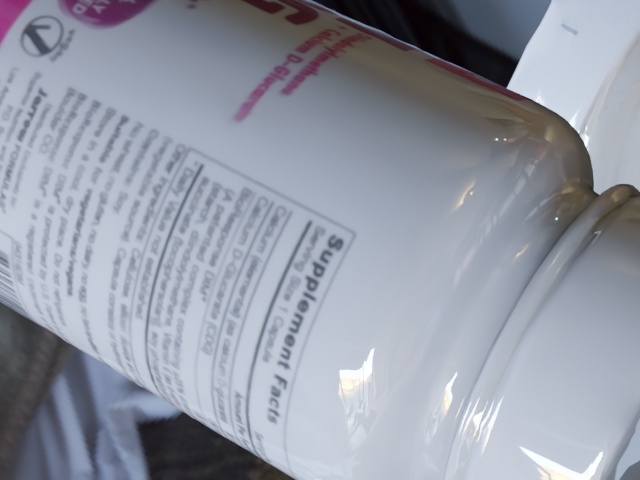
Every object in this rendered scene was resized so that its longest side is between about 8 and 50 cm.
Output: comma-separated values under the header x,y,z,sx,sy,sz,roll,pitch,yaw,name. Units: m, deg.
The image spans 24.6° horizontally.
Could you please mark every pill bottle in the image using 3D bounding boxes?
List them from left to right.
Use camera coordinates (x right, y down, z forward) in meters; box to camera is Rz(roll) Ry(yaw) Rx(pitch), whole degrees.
x,y,z,sx,sy,sz,roll,pitch,yaw,name
0.000,0.000,0.546,0.283,0.160,0.160,28,66,22,pill bottle

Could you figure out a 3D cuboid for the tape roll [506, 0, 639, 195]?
x,y,z,sx,sy,sz,roll,pitch,yaw,name
0.257,-0.062,0.891,0.286,0.286,0.100,-37,30,-1,tape roll
